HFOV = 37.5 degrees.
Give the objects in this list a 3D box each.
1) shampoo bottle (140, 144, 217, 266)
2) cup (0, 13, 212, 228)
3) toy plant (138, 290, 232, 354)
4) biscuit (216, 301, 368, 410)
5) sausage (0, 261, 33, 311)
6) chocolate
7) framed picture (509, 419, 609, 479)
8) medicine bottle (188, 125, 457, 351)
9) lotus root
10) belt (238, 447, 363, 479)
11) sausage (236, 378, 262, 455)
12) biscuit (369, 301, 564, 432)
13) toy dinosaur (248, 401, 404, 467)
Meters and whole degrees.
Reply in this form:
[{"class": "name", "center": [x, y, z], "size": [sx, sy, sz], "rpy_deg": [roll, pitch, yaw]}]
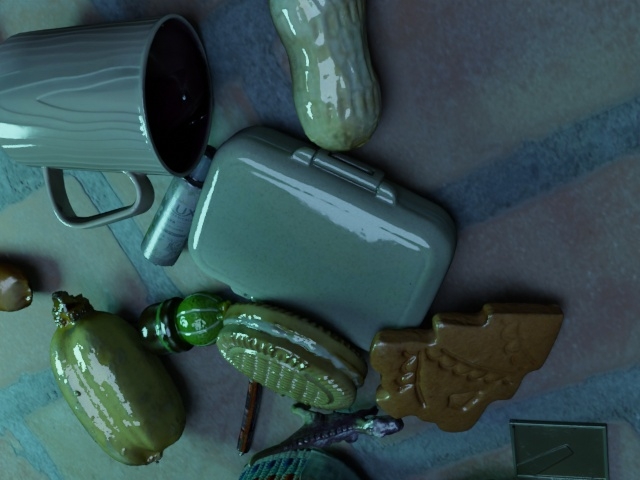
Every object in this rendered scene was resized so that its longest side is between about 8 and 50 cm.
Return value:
[{"class": "shampoo bottle", "center": [-0.216, -0.056, 1.475], "size": [0.072, 0.072, 0.214], "rpy_deg": [33, 119, 2]}, {"class": "cup", "center": [-0.307, -0.178, 1.377], "size": [0.273, 0.208, 0.288], "rpy_deg": [2, 122, 19]}, {"class": "toy plant", "center": [-0.216, 0.135, 1.553], "size": [0.162, 0.093, 0.092], "rpy_deg": [-16, 108, 21]}, {"class": "biscuit", "center": [-0.045, 0.182, 1.462], "size": [0.259, 0.079, 0.259], "rpy_deg": [21, 158, 9]}, {"class": "sausage", "center": [-0.640, 0.074, 1.677], "size": [0.300, 0.083, 0.089], "rpy_deg": [2, 108, 15]}, {"class": "chocolate", "center": [0.010, -0.267, 1.269], "size": [0.134, 0.134, 0.309], "rpy_deg": [-7, 113, 22]}, {"class": "framed picture", "center": [0.376, 0.333, 1.484], "size": [0.149, 0.011, 0.109], "rpy_deg": [-1, 113, 20]}, {"class": "medicine bottle", "center": [0.000, 0.000, 1.394], "size": [0.375, 0.123, 0.282], "rpy_deg": [26, 123, 5]}, {"class": "lotus root", "center": [-0.359, 0.230, 1.616], "size": [0.169, 0.151, 0.342], "rpy_deg": [-29, 98, 13]}, {"class": "belt", "center": [-0.037, 0.467, 1.611], "size": [0.258, 0.150, 0.207], "rpy_deg": [-9, 119, 24]}, {"class": "sausage", "center": [-0.122, 0.297, 1.632], "size": [0.028, 0.025, 0.198], "rpy_deg": [35, 125, 38]}, {"class": "biscuit", "center": [0.221, 0.180, 1.389], "size": [0.306, 0.043, 0.284], "rpy_deg": [-32, 130, 19]}, {"class": "toy dinosaur", "center": [-0.005, 0.303, 1.501], "size": [0.251, 0.200, 0.072], "rpy_deg": [1, 87, -13]}]
